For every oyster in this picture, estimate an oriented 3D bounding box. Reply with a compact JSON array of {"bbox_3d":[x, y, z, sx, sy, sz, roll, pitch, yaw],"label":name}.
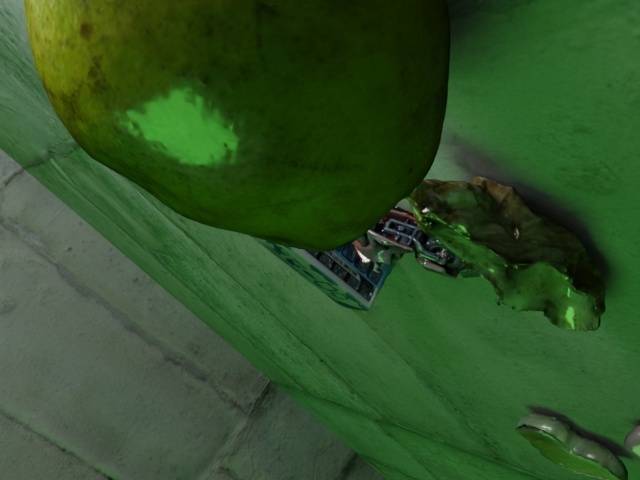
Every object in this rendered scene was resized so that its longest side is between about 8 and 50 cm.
[{"bbox_3d":[0.251,0.007,0.827,0.341,0.110,0.166,34,163,-4],"label":"oyster"}]

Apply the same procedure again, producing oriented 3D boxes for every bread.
[{"bbox_3d":[0.537,0.446,1.358,0.232,0.064,0.172,26,157,25],"label":"bread"}]

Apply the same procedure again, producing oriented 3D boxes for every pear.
[{"bbox_3d":[-0.059,-0.190,0.552,0.413,0.352,0.352,51,155,-8],"label":"pear"}]

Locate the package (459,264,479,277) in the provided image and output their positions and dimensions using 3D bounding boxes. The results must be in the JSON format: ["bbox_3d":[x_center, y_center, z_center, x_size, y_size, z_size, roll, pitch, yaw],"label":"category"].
[{"bbox_3d":[0.253,0.046,1.017,0.037,0.015,0.110,42,155,-15],"label":"package"}]

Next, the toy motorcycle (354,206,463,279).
[{"bbox_3d":[0.133,0.009,1.030,0.212,0.084,0.118,20,146,22],"label":"toy motorcycle"}]

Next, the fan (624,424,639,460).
[{"bbox_3d":[0.645,0.421,1.106,0.244,0.074,0.130,40,118,16],"label":"fan"}]

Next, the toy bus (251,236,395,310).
[{"bbox_3d":[0.000,0.000,1.109,0.106,0.131,0.297,6,153,50],"label":"toy bus"}]
